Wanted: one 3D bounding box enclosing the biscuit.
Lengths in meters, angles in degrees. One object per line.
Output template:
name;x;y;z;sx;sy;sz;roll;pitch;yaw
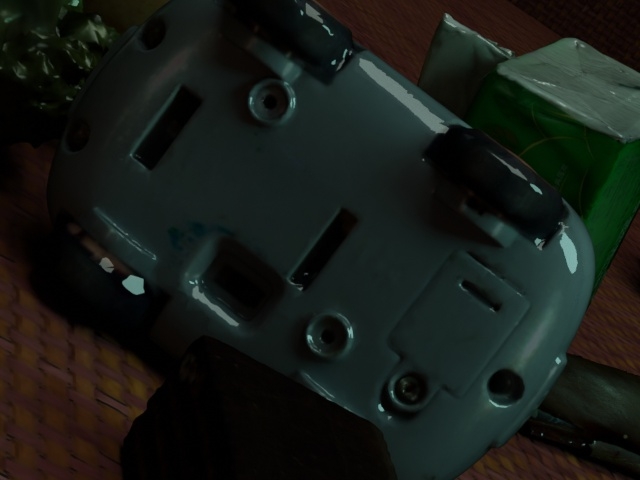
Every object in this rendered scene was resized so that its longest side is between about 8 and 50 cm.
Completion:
biscuit;-0.012;0.134;0.771;0.106;0.070;0.252;30;15;-20

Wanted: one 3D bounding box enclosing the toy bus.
toy bus;0.000;0.000;1.034;0.287;0.194;0.232;37;2;6

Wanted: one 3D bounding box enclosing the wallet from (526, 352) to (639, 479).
wallet;0.180;0.113;1.363;0.255;0.031;0.137;22;23;-40

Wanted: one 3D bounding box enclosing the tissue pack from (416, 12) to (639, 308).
tissue pack;0.109;-0.022;1.220;0.156;0.209;0.148;32;26;20

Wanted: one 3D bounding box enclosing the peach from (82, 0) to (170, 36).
peach;-0.125;-0.159;1.227;0.232;0.232;0.232;34;14;-10

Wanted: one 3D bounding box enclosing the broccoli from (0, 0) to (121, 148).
broccoli;-0.183;-0.208;1.017;0.254;0.302;0.186;22;17;-29
